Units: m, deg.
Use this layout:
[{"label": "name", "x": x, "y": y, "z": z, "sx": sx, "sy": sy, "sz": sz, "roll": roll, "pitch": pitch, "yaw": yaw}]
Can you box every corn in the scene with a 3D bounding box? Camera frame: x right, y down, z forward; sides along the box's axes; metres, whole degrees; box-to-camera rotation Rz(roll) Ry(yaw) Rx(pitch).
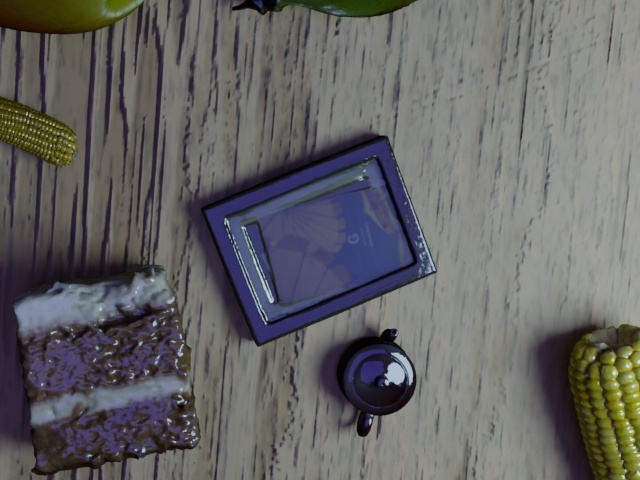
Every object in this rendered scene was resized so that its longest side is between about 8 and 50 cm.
[{"label": "corn", "x": -0.237, "y": -0.089, "z": 0.932, "sx": 0.092, "sy": 0.037, "sz": 0.037, "roll": 21, "pitch": 94, "yaw": -11}, {"label": "corn", "x": 0.283, "y": 0.193, "z": 1.032, "sx": 0.093, "sy": 0.093, "sz": 0.244, "roll": -17, "pitch": 104, "yaw": -7}]

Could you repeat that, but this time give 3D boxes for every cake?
[{"label": "cake", "x": -0.170, "y": 0.098, "z": 0.926, "sx": 0.135, "sy": 0.134, "sz": 0.147, "roll": -11, "pitch": 90, "yaw": -8}]

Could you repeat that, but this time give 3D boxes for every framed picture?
[{"label": "framed picture", "x": 0.000, "y": 0.000, "z": 0.992, "sx": 0.168, "sy": 0.023, "sz": 0.128, "roll": -22, "pitch": 101, "yaw": -6}]

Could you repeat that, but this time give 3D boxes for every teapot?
[{"label": "teapot", "x": 0.049, "y": 0.122, "z": 1.006, "sx": 0.068, "sy": 0.045, "sz": 0.100, "roll": 14, "pitch": 94, "yaw": -10}]

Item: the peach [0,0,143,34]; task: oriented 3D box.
[{"label": "peach", "x": -0.203, "y": -0.264, "z": 0.824, "sx": 0.231, "sy": 0.231, "sz": 0.231, "roll": -1, "pitch": 98, "yaw": -10}]

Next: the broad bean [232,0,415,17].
[{"label": "broad bean", "x": 0.090, "y": -0.240, "z": 0.955, "sx": 0.339, "sy": 0.061, "sz": 0.077, "roll": -22, "pitch": 89, "yaw": -6}]
